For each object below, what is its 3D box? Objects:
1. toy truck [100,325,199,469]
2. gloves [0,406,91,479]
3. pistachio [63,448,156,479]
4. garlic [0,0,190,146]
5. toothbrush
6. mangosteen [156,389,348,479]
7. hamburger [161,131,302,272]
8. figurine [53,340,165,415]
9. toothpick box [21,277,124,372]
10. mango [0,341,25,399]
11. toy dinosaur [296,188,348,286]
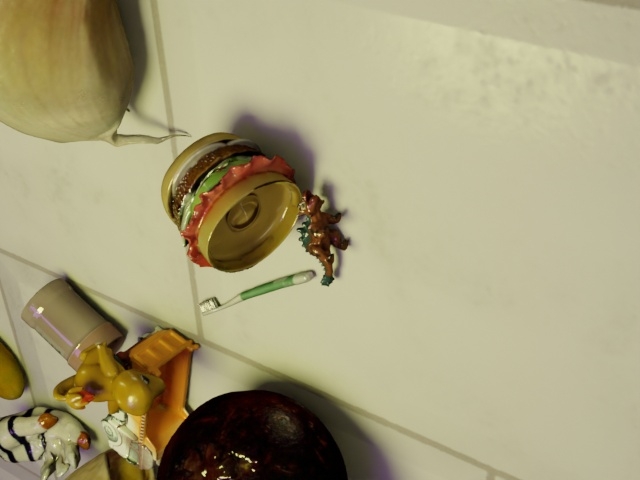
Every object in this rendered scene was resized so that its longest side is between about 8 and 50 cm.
[{"bbox_3d":[-0.280,0.261,1.590,0.135,0.114,0.270,34,134,23],"label":"toy truck"},{"bbox_3d":[-0.544,0.395,1.910,0.219,0.131,0.140,-6,100,16],"label":"gloves"},{"bbox_3d":[-0.413,0.492,1.829,0.187,0.187,0.299,46,132,3],"label":"pistachio"},{"bbox_3d":[-0.336,-0.275,1.218,0.246,0.231,0.340,-17,137,0],"label":"garlic"},{"bbox_3d":[-0.097,0.075,1.364,0.257,0.018,0.024,-18,101,46],"label":"toothbrush"},{"bbox_3d":[-0.090,0.370,1.389,0.297,0.297,0.293,-11,142,44],"label":"mangosteen"},{"bbox_3d":[-0.117,-0.055,1.187,0.137,0.175,0.175,45,141,29],"label":"hamburger"},{"bbox_3d":[-0.320,0.222,1.432,0.176,0.122,0.121,8,110,40],"label":"figurine"},{"bbox_3d":[-0.418,0.147,1.624,0.149,0.098,0.098,42,138,8],"label":"toothpick box"},{"bbox_3d":[-0.652,0.248,1.906,0.163,0.089,0.111,38,150,-3],"label":"mango"},{"bbox_3d":[0.000,0.000,1.202,0.055,0.049,0.154,14,134,29],"label":"toy dinosaur"}]
